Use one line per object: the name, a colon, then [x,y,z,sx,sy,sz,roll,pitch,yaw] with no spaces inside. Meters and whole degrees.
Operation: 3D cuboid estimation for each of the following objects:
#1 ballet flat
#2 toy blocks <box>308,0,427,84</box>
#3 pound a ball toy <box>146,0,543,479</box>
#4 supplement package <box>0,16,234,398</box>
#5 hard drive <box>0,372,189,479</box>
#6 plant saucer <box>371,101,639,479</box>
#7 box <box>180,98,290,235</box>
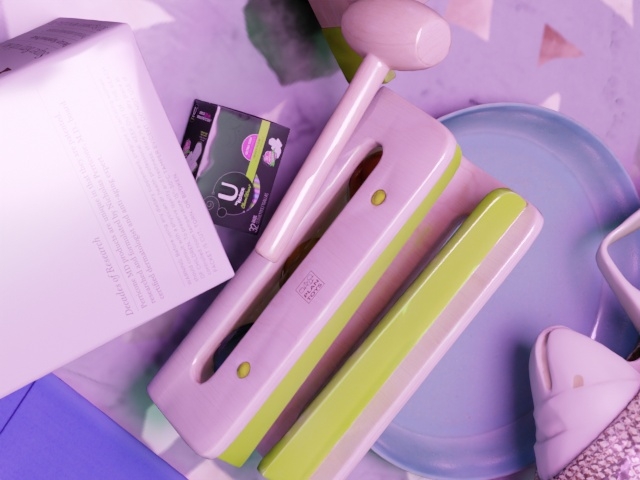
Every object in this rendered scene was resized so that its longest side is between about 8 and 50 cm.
ballet flat: [0.282,0.078,1.031,0.182,0.164,0.483,41,77,1]
toy blocks: [0.057,-0.338,0.876,0.261,0.191,0.381,-38,114,-25]
pound a ball toy: [0.000,0.000,0.874,0.208,0.136,0.319,34,94,-41]
supplement package: [-0.238,-0.003,0.792,0.293,0.177,0.175,-28,111,-18]
hard drive: [-0.168,0.251,0.919,0.319,0.040,0.210,44,61,-26]
plant saucer: [0.133,0.043,1.049,0.318,0.044,0.317,-5,103,-24]
box: [-0.069,-0.054,0.929,0.062,0.052,0.083,15,96,-27]
